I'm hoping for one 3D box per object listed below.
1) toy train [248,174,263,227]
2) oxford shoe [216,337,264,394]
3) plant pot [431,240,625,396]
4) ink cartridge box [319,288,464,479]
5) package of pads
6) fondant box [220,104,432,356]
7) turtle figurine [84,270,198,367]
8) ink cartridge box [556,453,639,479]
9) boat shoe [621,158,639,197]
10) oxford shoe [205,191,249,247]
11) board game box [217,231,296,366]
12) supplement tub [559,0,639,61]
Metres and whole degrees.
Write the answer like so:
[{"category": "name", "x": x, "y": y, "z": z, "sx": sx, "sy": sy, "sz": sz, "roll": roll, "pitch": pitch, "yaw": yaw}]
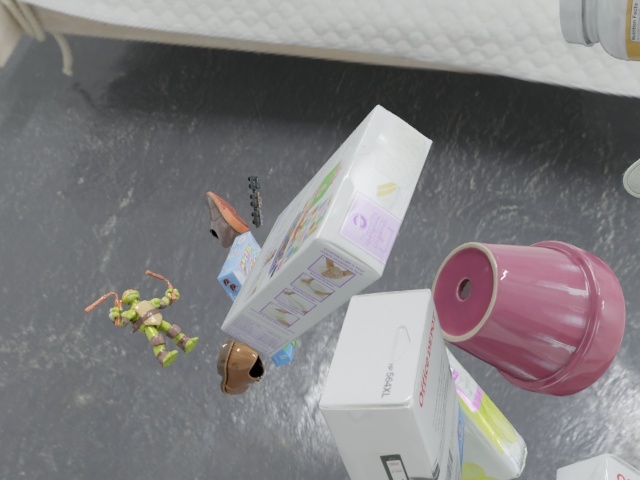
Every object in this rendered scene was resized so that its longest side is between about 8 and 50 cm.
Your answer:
[{"category": "toy train", "x": -0.190, "y": -0.116, "z": 2.058, "sx": 0.027, "sy": 0.036, "sz": 0.158, "roll": -4, "pitch": 92, "yaw": 30}, {"category": "oxford shoe", "x": -0.139, "y": 0.242, "z": 1.262, "sx": 0.076, "sy": 0.212, "sz": 0.076, "roll": 14, "pitch": 65, "yaw": 4}, {"category": "plant pot", "x": 0.250, "y": 0.087, "z": 0.893, "sx": 0.180, "sy": 0.201, "sz": 0.201, "roll": 16, "pitch": 55, "yaw": -26}, {"category": "ink cartridge box", "x": 0.079, "y": 0.169, "z": 0.670, "sx": 0.086, "sy": 0.203, "sz": 0.148, "roll": -6, "pitch": 34, "yaw": 21}, {"category": "package of pads", "x": 0.234, "y": 0.359, "z": 1.366, "sx": 0.296, "sy": 0.229, "sz": 0.101, "roll": 51, "pitch": 37, "yaw": -6}, {"category": "fondant box", "x": 0.000, "y": 0.000, "z": 0.967, "sx": 0.096, "sy": 0.330, "sz": 0.238, "roll": 32, "pitch": 54, "yaw": -10}, {"category": "turtle figurine", "x": -0.401, "y": 0.189, "z": 1.597, "sx": 0.217, "sy": 0.087, "sz": 0.269, "roll": 46, "pitch": 26, "yaw": 12}, {"category": "ink cartridge box", "x": 0.637, "y": 0.697, "z": 1.462, "sx": 0.279, "sy": 0.160, "sz": 0.385, "roll": 35, "pitch": 48, "yaw": -13}, {"category": "boat shoe", "x": 0.685, "y": -0.169, "z": 1.303, "sx": 0.254, "sy": 0.079, "sz": 0.095, "roll": -42, "pitch": 84, "yaw": 19}, {"category": "oxford shoe", "x": -0.307, "y": -0.067, "z": 2.081, "sx": 0.098, "sy": 0.097, "sz": 0.271, "roll": -50, "pitch": 33, "yaw": 4}, {"category": "board game box", "x": -0.109, "y": 0.108, "z": 1.312, "sx": 0.039, "sy": 0.211, "sz": 0.160, "roll": -24, "pitch": 22, "yaw": 18}, {"category": "supplement tub", "x": 0.314, "y": -0.217, "z": 0.566, "sx": 0.199, "sy": 0.144, "sz": 0.144, "roll": 15, "pitch": 59, "yaw": 31}]
